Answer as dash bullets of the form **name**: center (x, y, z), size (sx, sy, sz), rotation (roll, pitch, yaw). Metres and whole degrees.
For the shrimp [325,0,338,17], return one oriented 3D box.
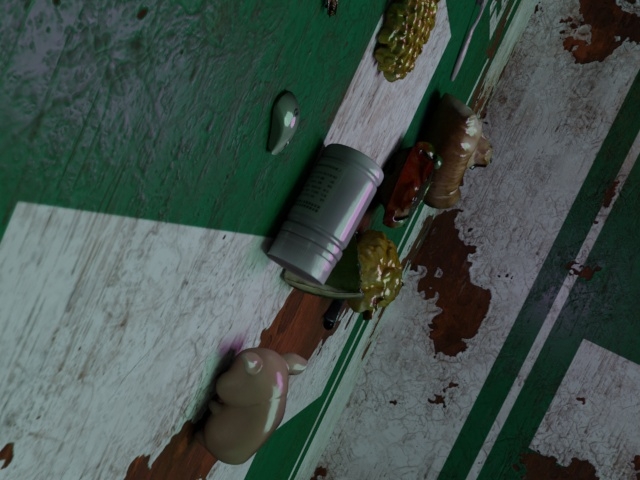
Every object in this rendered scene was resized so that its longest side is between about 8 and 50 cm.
- **shrimp**: center (0.032, -0.389, 0.888), size (0.083, 0.023, 0.114), rotation (-51, 157, -48)

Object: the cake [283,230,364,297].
- **cake**: center (0.001, -0.006, 1.362), size (0.158, 0.172, 0.284), rotation (69, 16, -79)

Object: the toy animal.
- **toy animal**: center (-0.146, 0.331, 1.217), size (0.166, 0.154, 0.250), rotation (3, 110, -65)

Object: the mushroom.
- **mushroom**: center (0.410, -0.303, 2.018), size (0.314, 0.224, 0.397), rotation (-50, 158, 1)

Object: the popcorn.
- **popcorn**: center (0.155, 0.106, 1.782), size (0.233, 0.192, 0.266), rotation (79, 22, -57)

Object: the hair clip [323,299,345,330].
- **hair clip**: center (0.074, 0.178, 1.925), size (0.230, 0.039, 0.070), rotation (-57, 162, -30)

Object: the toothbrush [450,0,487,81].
- **toothbrush**: center (0.472, -0.652, 1.936), size (0.025, 0.029, 0.307), rotation (-32, 149, -43)

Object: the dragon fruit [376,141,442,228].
- **dragon fruit**: center (0.256, -0.167, 1.793), size (0.295, 0.130, 0.268), rotation (-53, 162, -35)

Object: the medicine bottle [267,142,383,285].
- **medicine bottle**: center (0.011, -0.050, 1.158), size (0.250, 0.133, 0.133), rotation (-62, 165, -11)

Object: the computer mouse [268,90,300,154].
- **computer mouse**: center (-0.053, -0.174, 0.933), size (0.056, 0.032, 0.110), rotation (-46, 157, -48)

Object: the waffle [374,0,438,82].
- **waffle**: center (0.190, -0.453, 1.252), size (0.253, 0.056, 0.249), rotation (-38, 151, -55)
